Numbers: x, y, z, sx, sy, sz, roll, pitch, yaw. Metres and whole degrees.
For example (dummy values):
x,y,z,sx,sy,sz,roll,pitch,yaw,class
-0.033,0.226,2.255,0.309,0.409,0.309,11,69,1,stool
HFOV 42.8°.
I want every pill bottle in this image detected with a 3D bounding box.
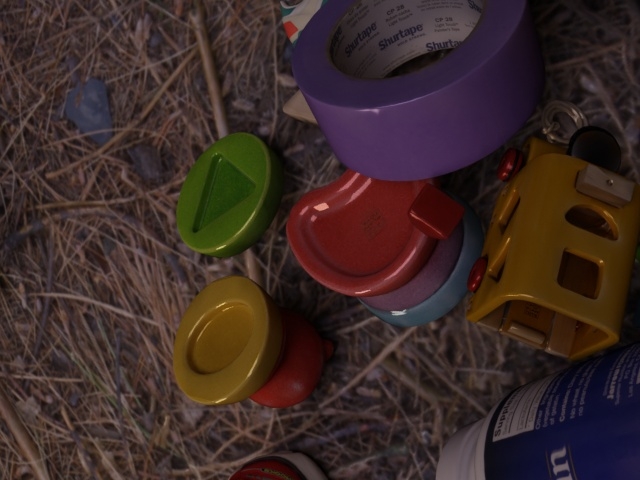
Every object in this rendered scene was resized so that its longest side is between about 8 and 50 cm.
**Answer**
x,y,z,sx,sy,sz,roll,pitch,yaw,class
0.207,0.162,0.581,0.264,0.153,0.153,-41,71,53,pill bottle

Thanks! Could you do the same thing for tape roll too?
x,y,z,sx,sy,sz,roll,pitch,yaw,class
0.078,-0.143,0.653,0.188,0.080,0.189,-15,46,16,tape roll

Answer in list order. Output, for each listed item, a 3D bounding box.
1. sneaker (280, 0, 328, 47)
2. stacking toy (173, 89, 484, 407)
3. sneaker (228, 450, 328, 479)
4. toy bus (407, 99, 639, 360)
x,y,z,sx,sy,sz,roll,pitch,yaw,class
0.027,-0.235,0.760,0.161,0.057,0.075,-29,84,31,sneaker
0.000,0.000,0.790,0.309,0.130,0.280,-34,50,24,stacking toy
0.001,0.329,0.769,0.279,0.118,0.107,45,113,20,sneaker
0.183,-0.017,0.596,0.202,0.190,0.104,63,161,13,toy bus
